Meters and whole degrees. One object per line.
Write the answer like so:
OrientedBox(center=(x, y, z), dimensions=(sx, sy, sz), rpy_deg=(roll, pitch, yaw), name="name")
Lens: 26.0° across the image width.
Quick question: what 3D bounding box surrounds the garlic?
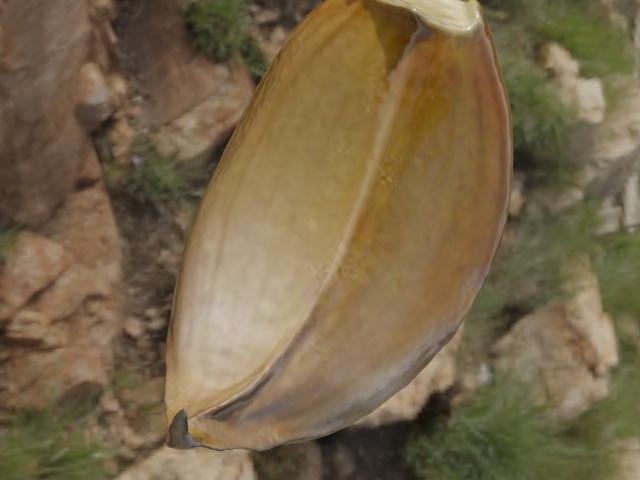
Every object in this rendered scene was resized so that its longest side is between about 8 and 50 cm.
OrientedBox(center=(0.009, 0.004, 0.559), dimensions=(0.115, 0.128, 0.207), rpy_deg=(31, 75, -23), name="garlic")
